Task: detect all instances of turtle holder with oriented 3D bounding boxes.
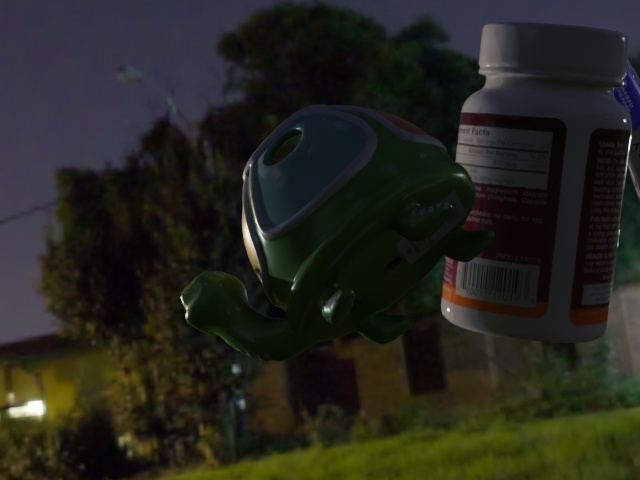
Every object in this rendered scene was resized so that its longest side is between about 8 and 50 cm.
[{"bbox_3d":[0.014,-0.006,1.313,0.243,0.227,0.320,-8,-40,-52],"label":"turtle holder"}]

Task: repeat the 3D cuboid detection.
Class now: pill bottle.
[{"bbox_3d":[0.285,-0.079,1.518,0.224,0.392,0.224,6,6,-1],"label":"pill bottle"}]

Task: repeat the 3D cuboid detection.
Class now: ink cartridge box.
[{"bbox_3d":[0.544,-0.146,1.951,0.065,0.165,0.333,-21,-58,12],"label":"ink cartridge box"}]
